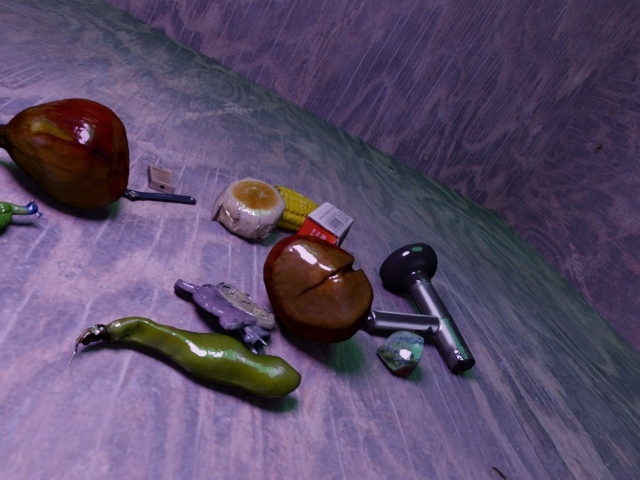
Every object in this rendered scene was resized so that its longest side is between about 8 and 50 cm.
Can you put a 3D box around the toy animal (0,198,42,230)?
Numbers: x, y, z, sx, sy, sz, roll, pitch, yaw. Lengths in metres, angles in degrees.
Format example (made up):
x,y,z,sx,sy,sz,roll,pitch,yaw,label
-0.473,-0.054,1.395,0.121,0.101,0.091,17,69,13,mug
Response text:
x,y,z,sx,sy,sz,roll,pitch,yaw,label
-0.496,-0.030,0.683,0.075,0.041,0.217,36,26,8,toy animal

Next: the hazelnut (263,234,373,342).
x,y,z,sx,sy,sz,roll,pitch,yaw,label
-0.006,0.084,0.895,0.212,0.181,0.181,56,22,7,hazelnut

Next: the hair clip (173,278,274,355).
x,y,z,sx,sy,sz,roll,pitch,yaw,label
-0.137,0.121,0.821,0.187,0.056,0.146,43,17,33,hair clip

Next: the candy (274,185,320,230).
x,y,z,sx,sy,sz,roll,pitch,yaw,label
-0.059,-0.069,1.290,0.199,0.094,0.106,19,59,-40,candy

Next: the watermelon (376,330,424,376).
x,y,z,sx,sy,sz,roll,pitch,yaw,label
0.165,0.221,0.991,0.084,0.092,0.072,56,-8,31,watermelon

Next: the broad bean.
x,y,z,sx,sy,sz,roll,pitch,yaw,label
-0.168,0.165,0.687,0.318,0.056,0.098,15,33,-25,broad bean

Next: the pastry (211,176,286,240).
x,y,z,sx,sy,sz,roll,pitch,yaw,label
-0.161,-0.075,1.139,0.166,0.088,0.166,16,39,-13,pastry

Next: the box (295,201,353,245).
x,y,z,sx,sy,sz,roll,pitch,yaw,label
0.000,0.000,1.164,0.099,0.133,0.182,33,19,4,box

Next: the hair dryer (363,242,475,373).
x,y,z,sx,sy,sz,roll,pitch,yaw,label
0.203,0.128,1.146,0.284,0.156,0.320,31,27,-32,hair dryer

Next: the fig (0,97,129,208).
x,y,z,sx,sy,sz,roll,pitch,yaw,label
-0.469,-0.146,0.833,0.290,0.191,0.190,-3,37,-29,fig

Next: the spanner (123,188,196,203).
x,y,z,sx,sy,sz,roll,pitch,yaw,label
-0.350,-0.095,1.059,0.046,0.012,0.208,43,24,29,spanner

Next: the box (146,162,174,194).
x,y,z,sx,sy,sz,roll,pitch,yaw,label
-0.361,-0.139,1.125,0.053,0.024,0.083,19,23,-31,box
